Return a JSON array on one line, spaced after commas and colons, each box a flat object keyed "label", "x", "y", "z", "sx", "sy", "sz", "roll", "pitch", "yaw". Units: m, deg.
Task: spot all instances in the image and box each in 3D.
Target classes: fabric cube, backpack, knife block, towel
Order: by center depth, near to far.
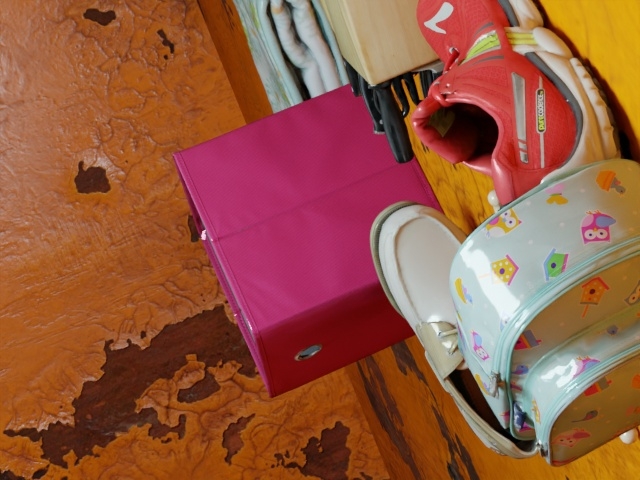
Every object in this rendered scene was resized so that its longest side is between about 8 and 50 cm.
[{"label": "backpack", "x": 0.171, "y": 0.044, "z": 1.064, "sx": 0.144, "sy": 0.165, "sz": 0.188, "roll": 61, "pitch": 175, "yaw": 38}, {"label": "knife block", "x": 0.065, "y": -0.199, "z": 1.491, "sx": 0.276, "sy": 0.088, "sz": 0.242, "roll": 88, "pitch": 158, "yaw": -73}, {"label": "fabric cube", "x": 0.000, "y": 0.000, "z": 1.997, "sx": 0.254, "sy": 0.258, "sz": 0.259, "roll": 84, "pitch": 163, "yaw": -67}, {"label": "towel", "x": -0.037, "y": -0.239, "z": 2.254, "sx": 0.320, "sy": 0.090, "sz": 0.374, "roll": -124, "pitch": 13, "yaw": -59}]

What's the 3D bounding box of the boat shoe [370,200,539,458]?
[{"label": "boat shoe", "x": 0.156, "y": 0.093, "z": 1.722, "sx": 0.302, "sy": 0.113, "sz": 0.103, "roll": 58, "pitch": 176, "yaw": -20}]

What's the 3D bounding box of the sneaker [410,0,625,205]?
[{"label": "sneaker", "x": 0.115, "y": -0.115, "z": 1.203, "sx": 0.279, "sy": 0.118, "sz": 0.107, "roll": -121, "pitch": 11, "yaw": -54}]

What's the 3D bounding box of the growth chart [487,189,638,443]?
[{"label": "growth chart", "x": 0.214, "y": 0.071, "z": 1.488, "sx": 0.237, "sy": 0.021, "sz": 0.172, "roll": -124, "pitch": 12, "yaw": -61}]
